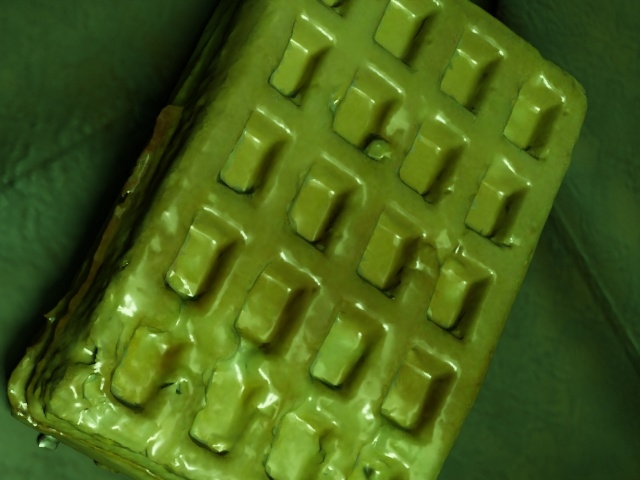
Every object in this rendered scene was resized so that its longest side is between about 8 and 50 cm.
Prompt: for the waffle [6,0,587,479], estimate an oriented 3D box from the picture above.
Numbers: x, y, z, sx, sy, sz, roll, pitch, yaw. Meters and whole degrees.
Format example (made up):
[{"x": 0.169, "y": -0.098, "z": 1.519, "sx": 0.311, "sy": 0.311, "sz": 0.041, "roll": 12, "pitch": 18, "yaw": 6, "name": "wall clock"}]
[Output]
[{"x": 0.000, "y": 0.000, "z": 0.695, "sx": 0.224, "sy": 0.098, "sz": 0.328, "roll": 34, "pitch": 64, "yaw": -19, "name": "waffle"}]
